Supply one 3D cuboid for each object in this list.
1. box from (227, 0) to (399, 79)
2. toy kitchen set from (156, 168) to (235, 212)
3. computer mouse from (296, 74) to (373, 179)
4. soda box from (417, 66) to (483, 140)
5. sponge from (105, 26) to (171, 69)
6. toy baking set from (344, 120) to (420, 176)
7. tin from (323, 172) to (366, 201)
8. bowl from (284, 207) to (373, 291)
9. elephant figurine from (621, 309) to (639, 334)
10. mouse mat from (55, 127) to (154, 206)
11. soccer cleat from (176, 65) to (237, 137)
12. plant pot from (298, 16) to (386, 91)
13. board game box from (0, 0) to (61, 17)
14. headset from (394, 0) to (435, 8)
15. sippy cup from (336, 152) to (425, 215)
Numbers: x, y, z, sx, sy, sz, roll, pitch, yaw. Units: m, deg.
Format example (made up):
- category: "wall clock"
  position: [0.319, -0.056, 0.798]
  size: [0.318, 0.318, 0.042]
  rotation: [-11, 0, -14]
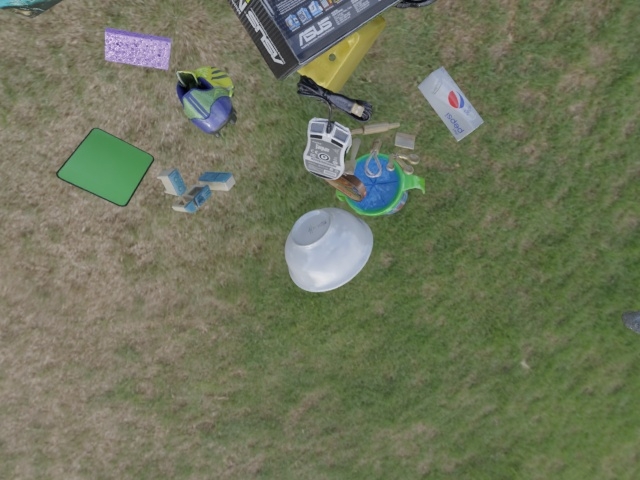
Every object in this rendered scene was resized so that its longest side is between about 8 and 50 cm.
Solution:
- category: "box"
  position: [0.005, -0.334, 0.492]
  size: [0.270, 0.060, 0.216]
  rotation: [-41, 107, -21]
- category: "toy kitchen set"
  position: [-0.412, -0.206, 1.563]
  size: [0.122, 0.207, 0.166]
  rotation: [7, 134, 26]
- category: "computer mouse"
  position: [0.012, -0.157, 0.682]
  size: [0.106, 0.193, 0.042]
  rotation: [19, 66, 2]
- category: "soda box"
  position: [0.529, -0.557, 1.898]
  size: [0.091, 0.098, 0.286]
  rotation: [-38, 92, -34]
- category: "sponge"
  position: [-0.629, -0.659, 1.607]
  size: [0.210, 0.031, 0.117]
  rotation: [1, 149, -22]
- category: "toy baking set"
  position: [0.170, -0.262, 1.324]
  size: [0.256, 0.197, 0.030]
  rotation: [-9, 149, -17]
- category: "tin"
  position: [0.074, -0.198, 1.549]
  size: [0.040, 0.189, 0.106]
  rotation: [-46, 159, -19]
- category: "bowl"
  position: [0.000, 0.000, 1.431]
  size: [0.297, 0.298, 0.134]
  rotation: [-37, 132, 2]
- category: "elephant figurine"
  position: [0.608, 0.234, 0.743]
  size: [0.186, 0.239, 0.169]
  rotation: [-38, 112, -34]
- category: "mouse mat"
  position: [-0.476, -0.167, 1.047]
  size: [0.152, 0.190, 0.007]
  rotation: [27, 135, -18]
- category: "soccer cleat"
  position: [-0.240, -0.314, 0.948]
  size: [0.093, 0.289, 0.121]
  rotation: [-38, 129, 11]
- category: "plant pot"
  position: [0.005, -0.471, 1.084]
  size: [0.212, 0.187, 0.212]
  rotation: [34, 120, -11]
- category: "board game box"
  position: [-0.560, -0.489, 0.896]
  size: [0.186, 0.126, 0.026]
  rotation: [-9, 93, 28]
- category: "headset"
  position: [0.324, -0.785, 1.327]
  size: [0.394, 0.185, 0.243]
  rotation: [-16, 144, -24]
- category: "sippy cup"
  position: [0.232, -0.197, 1.794]
  size: [0.240, 0.305, 0.224]
  rotation: [-58, 157, 8]
